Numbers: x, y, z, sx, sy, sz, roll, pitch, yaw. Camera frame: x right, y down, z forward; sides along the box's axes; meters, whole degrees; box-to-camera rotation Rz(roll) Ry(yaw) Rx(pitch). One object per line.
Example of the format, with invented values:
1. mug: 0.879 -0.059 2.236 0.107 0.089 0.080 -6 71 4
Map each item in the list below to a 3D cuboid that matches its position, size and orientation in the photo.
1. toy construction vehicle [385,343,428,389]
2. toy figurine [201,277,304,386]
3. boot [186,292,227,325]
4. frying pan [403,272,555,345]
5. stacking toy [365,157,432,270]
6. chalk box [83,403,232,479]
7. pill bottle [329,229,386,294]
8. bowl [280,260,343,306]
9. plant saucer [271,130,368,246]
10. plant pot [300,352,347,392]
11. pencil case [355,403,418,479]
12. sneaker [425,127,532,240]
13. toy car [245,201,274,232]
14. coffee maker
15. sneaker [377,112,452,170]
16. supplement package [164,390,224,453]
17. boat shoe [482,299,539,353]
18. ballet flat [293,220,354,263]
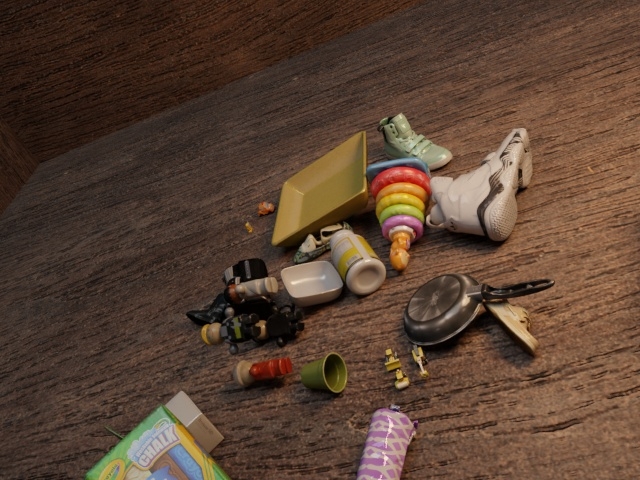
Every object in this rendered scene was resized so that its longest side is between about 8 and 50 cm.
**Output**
1. toy construction vehicle: 0.175 0.253 1.193 0.085 0.035 0.098 -21 35 11
2. toy figurine: -0.155 0.205 1.333 0.148 0.210 0.213 -16 35 27
3. boot: -0.299 0.188 1.598 0.121 0.045 0.099 10 51 32
4. frying pan: 0.291 0.137 1.189 0.197 0.053 0.326 -51 23 -24
5. stacking toy: 0.206 -0.054 1.486 0.165 0.175 0.302 -7 51 18
6. chalk box: -0.285 0.435 1.057 0.179 0.180 0.289 -41 65 -19
7. pill bottle: 0.086 0.048 1.459 0.103 0.103 0.184 -29 34 -1
8. bowl: -0.021 0.115 1.467 0.142 0.053 0.142 -12 32 -13
9. plant saucer: 0.020 -0.136 1.712 0.332 0.081 0.333 -30 31 25
10. plant pot: 0.002 0.288 1.242 0.079 0.083 0.083 -19 33 36
11. pencil case: 0.111 0.398 1.015 0.088 0.086 0.206 15 49 10
12. sneaker: 0.402 -0.153 1.465 0.210 0.137 0.366 3 48 33
13. toy car: -0.196 -0.082 1.876 0.060 0.041 0.122 -4 41 31
14. coffee maker: -0.168 0.141 1.524 0.171 0.120 0.178 10 32 -17
15. sneaker: 0.272 -0.299 1.734 0.094 0.151 0.255 -42 38 -22
16. supplement package: -0.319 0.435 1.241 0.179 0.105 0.105 -42 36 -18
17. boat shoe: 0.385 0.155 1.150 0.059 0.063 0.170 -34 34 2
18. ballet flat: 0.000 0.000 1.615 0.188 0.070 0.070 -27 34 2
